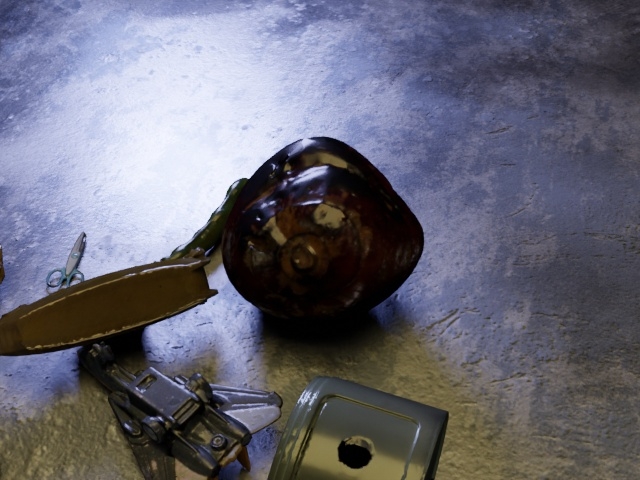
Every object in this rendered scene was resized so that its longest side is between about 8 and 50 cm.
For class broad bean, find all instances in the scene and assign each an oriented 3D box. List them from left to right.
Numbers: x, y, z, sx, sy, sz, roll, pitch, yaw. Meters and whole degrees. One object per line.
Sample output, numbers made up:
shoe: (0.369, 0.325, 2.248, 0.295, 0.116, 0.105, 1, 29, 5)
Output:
broad bean: (-0.177, -0.022, 1.299, 0.053, 0.052, 0.256, 37, 51, 3)

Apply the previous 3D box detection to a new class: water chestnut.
water chestnut: (0.000, 0.000, 1.155, 0.289, 0.244, 0.289, -20, 45, 21)

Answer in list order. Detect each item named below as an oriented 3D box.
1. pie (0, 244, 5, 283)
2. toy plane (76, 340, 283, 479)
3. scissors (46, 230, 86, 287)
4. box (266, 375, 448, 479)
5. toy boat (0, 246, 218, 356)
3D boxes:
pie: (-0.611, 0.050, 1.210, 0.274, 0.069, 0.273, 4, 42, -4)
toy plane: (-0.219, 0.201, 1.030, 0.316, 0.103, 0.204, 30, 52, 27)
scissors: (-0.392, 0.031, 1.268, 0.058, 0.014, 0.119, 8, 47, 2)
box: (0.038, 0.274, 0.870, 0.150, 0.226, 0.226, 15, 46, 14)
toy boat: (-0.302, 0.092, 1.129, 0.321, 0.089, 0.121, -18, 4, -18)
